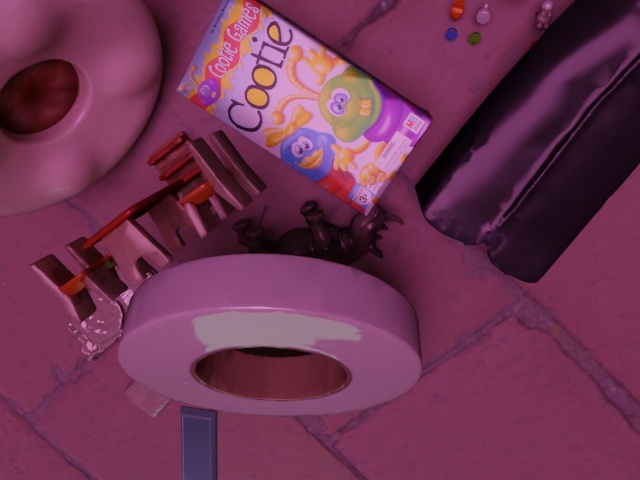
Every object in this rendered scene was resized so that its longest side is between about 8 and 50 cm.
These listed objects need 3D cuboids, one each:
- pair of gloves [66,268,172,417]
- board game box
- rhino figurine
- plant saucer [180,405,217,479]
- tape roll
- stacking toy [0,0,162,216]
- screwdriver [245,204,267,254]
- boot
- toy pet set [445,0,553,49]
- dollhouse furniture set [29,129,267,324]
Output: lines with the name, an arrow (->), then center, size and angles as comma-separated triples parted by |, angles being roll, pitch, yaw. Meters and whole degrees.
pair of gloves -> -0.299, 0.168, 0.889 | 0.204, 0.042, 0.240 | -38, 97, 17
board game box -> -0.013, -0.176, 0.689 | 0.275, 0.142, 0.144 | 33, 108, -2
rhino figurine -> 0.000, 0.000, 0.775 | 0.244, 0.073, 0.106 | -13, 118, 11
plant saucer -> -0.218, 0.385, 0.953 | 0.067, 0.018, 0.191 | 6, 106, 7
tape roll -> -0.063, 0.147, 0.710 | 0.393, 0.071, 0.392 | 0, 146, 0
stacking toy -> -0.478, -0.292, 0.694 | 0.480, 0.351, 0.350 | 41, 109, 16
screwdriver -> -0.113, 0.021, 0.833 | 0.024, 0.025, 0.169 | 23, 100, 2
boot -> 0.385, -0.116, 0.641 | 0.367, 0.146, 0.445 | 36, 107, 1
toy pet set -> 0.231, -0.308, 0.668 | 0.122, 0.065, 0.114 | 13, 143, 8
dollhouse furniture set -> -0.211, -0.051, 0.696 | 0.262, 0.259, 0.135 | -33, 101, 16
